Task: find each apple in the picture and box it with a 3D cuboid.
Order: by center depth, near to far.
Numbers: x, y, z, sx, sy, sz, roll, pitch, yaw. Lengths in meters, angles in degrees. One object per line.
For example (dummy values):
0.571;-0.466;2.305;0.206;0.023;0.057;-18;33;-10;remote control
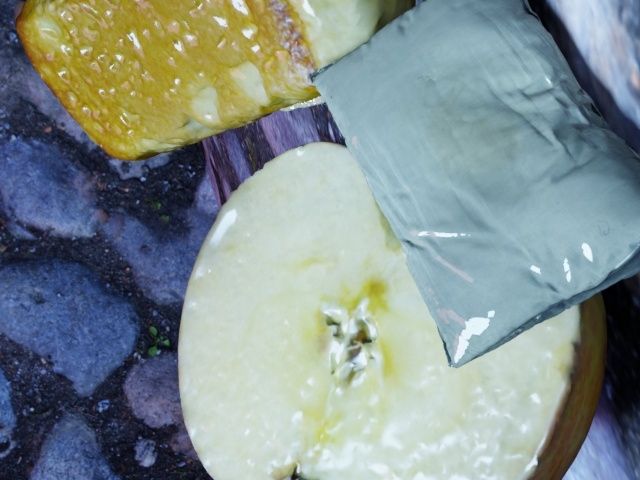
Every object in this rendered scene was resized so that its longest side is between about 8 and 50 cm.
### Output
0.063;0.075;0.715;0.293;0.163;0.251;19;91;38;apple

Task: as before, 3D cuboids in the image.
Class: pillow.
0.092;-0.054;0.600;0.050;0.148;0.230;45;-162;-53;pillow

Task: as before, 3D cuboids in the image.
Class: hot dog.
-0.063;-0.205;0.842;0.405;0.223;0.185;-11;118;52;hot dog

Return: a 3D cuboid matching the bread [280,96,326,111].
-0.011;-0.202;1.274;0.109;0.080;0.084;-40;-63;-62;bread
